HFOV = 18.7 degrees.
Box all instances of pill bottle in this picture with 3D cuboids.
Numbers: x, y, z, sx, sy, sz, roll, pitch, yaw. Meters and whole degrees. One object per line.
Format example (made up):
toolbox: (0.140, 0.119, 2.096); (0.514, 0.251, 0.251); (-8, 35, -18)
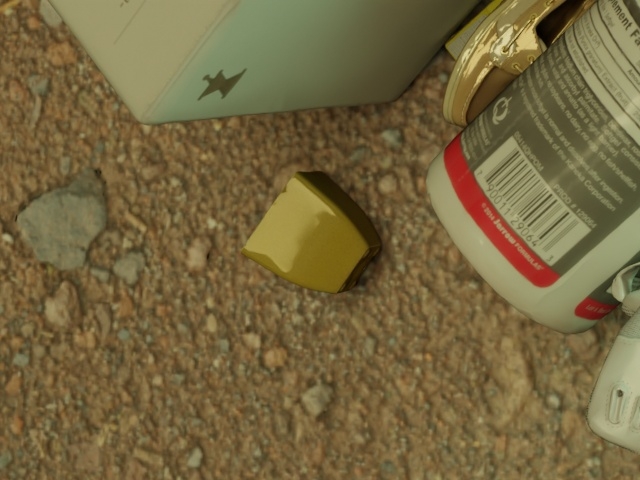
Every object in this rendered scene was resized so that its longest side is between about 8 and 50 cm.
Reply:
pill bottle: (0.243, -0.093, 1.406); (0.318, 0.176, 0.176); (-44, 70, 22)

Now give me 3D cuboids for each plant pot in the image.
plant pot: (0.000, 0.000, 1.581); (0.083, 0.081, 0.081); (37, 101, 10)

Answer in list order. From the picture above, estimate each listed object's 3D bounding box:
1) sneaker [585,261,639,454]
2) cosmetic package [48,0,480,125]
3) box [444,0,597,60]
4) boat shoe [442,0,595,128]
sneaker: (0.301, 0.161, 1.284); (0.210, 0.137, 0.366); (-12, 73, 28)
cosmetic package: (-0.054, -0.341, 1.458); (0.329, 0.327, 0.394); (-48, 68, 30)
box: (0.197, -0.172, 1.523); (0.179, 0.043, 0.105); (-42, 70, 18)
boat shoe: (0.158, -0.150, 1.481); (0.059, 0.063, 0.170); (39, 101, 29)
